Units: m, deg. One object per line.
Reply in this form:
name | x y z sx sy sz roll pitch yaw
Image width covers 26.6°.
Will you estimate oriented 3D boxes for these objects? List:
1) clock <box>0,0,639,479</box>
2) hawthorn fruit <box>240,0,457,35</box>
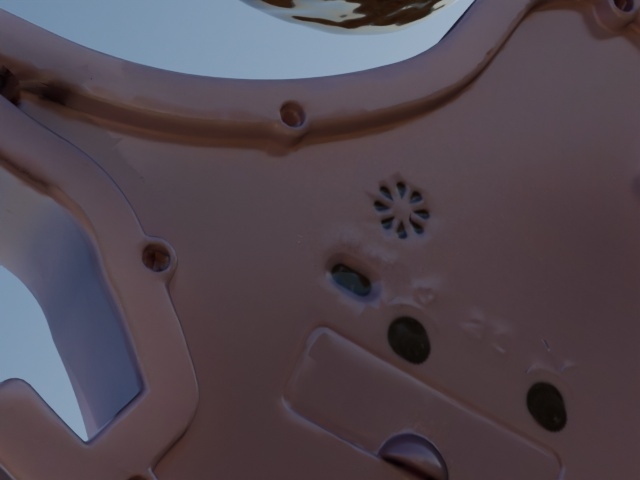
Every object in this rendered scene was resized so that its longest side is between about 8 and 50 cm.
clock | 0.000 0.000 0.440 0.290 0.275 0.080 27 -29 -13
hawthorn fruit | 0.032 -0.210 0.754 0.248 0.208 0.208 26 -57 -34
